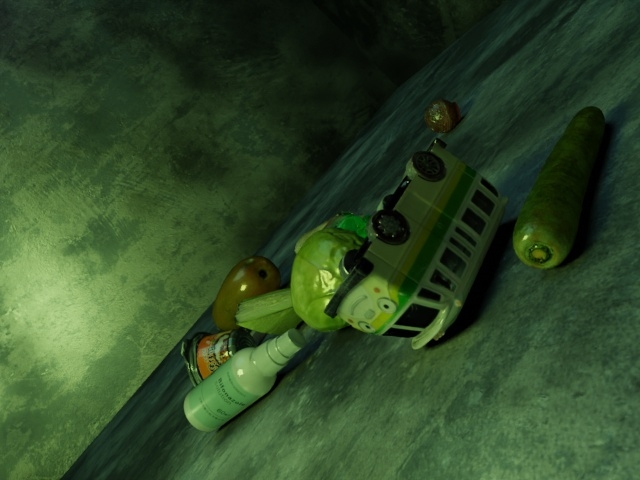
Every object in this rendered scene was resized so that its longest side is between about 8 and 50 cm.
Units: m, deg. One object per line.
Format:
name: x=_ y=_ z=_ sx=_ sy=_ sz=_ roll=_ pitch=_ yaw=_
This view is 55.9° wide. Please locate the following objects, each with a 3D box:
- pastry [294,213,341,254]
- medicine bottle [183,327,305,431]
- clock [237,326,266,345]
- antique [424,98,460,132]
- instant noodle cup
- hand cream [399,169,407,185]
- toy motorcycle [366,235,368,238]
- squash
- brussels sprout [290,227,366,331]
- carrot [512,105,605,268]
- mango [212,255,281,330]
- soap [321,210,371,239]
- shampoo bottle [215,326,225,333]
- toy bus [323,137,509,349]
pastry: x=0.005 y=-0.004 z=1.895 sx=0.121 sy=0.089 sz=0.258 roll=-39 pitch=7 yaw=-31
medicine bottle: x=-0.161 y=0.296 z=1.312 sx=0.352 sy=0.110 sz=0.110 roll=-42 pitch=11 yaw=31
clock: x=-0.233 y=0.301 z=1.754 sx=0.172 sy=0.064 sz=0.198 roll=-36 pitch=13 yaw=44
antique: x=0.352 y=-0.362 z=1.757 sx=0.104 sy=0.104 sz=0.104 roll=-46 pitch=10 yaw=10
instant noodle cup: x=-0.229 y=0.295 z=1.495 sx=0.126 sy=0.208 sz=0.177 roll=-22 pitch=62 yaw=21
hand cream: x=0.220 y=-0.120 z=1.526 sx=0.087 sy=0.054 sz=0.186 roll=-29 pitch=26 yaw=48
toy motorcycle: x=0.182 y=-0.016 z=1.161 sx=0.124 sy=0.061 sz=0.193 roll=-17 pitch=9 yaw=-29
squash: x=-0.097 y=0.146 z=1.525 sx=0.237 sy=0.204 sz=0.154 roll=-105 pitch=35 yaw=-79
brussels sprout: x=0.030 y=0.080 z=1.181 sx=0.223 sy=0.161 sz=0.223 roll=-37 pitch=38 yaw=36
carrot: x=0.338 y=-0.093 z=0.829 sx=0.074 sy=0.074 sz=0.358 roll=-36 pitch=13 yaw=49
mango: x=-0.260 y=0.188 z=2.026 sx=0.317 sy=0.173 sz=0.211 roll=-50 pitch=7 yaw=27
soap: x=0.039 y=0.019 z=1.608 sx=0.217 sy=0.098 sz=0.273 roll=-54 pitch=8 yaw=-4
shampoo bottle: x=-0.305 y=0.258 z=2.282 sx=0.233 sy=0.049 sz=0.087 roll=-49 pitch=11 yaw=-9
toy bus: x=0.149 y=0.013 z=0.895 sx=0.305 sy=0.179 sz=0.143 roll=-54 pitch=-3 yaw=-37
